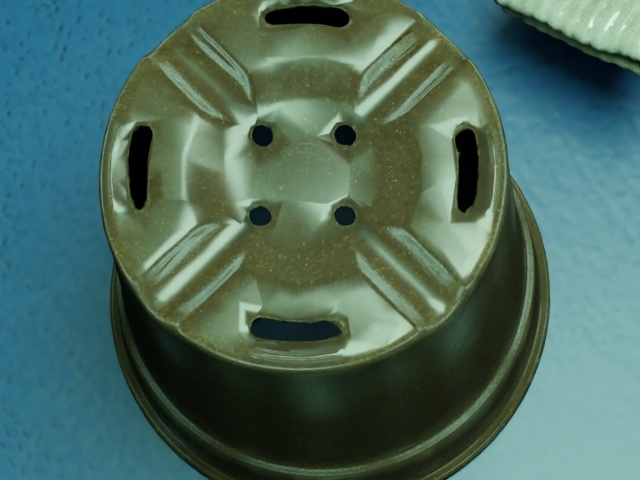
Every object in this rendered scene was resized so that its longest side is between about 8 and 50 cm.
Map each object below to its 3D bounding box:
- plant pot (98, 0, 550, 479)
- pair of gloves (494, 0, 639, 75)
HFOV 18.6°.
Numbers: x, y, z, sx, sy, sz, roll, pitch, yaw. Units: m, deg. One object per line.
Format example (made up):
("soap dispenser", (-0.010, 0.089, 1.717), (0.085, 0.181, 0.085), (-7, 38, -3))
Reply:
("plant pot", (0.000, 0.000, 0.663), (0.167, 0.165, 0.167), (-1, 75, 2))
("pair of gloves", (0.091, -0.192, 0.746), (0.240, 0.042, 0.204), (37, 81, 29))
